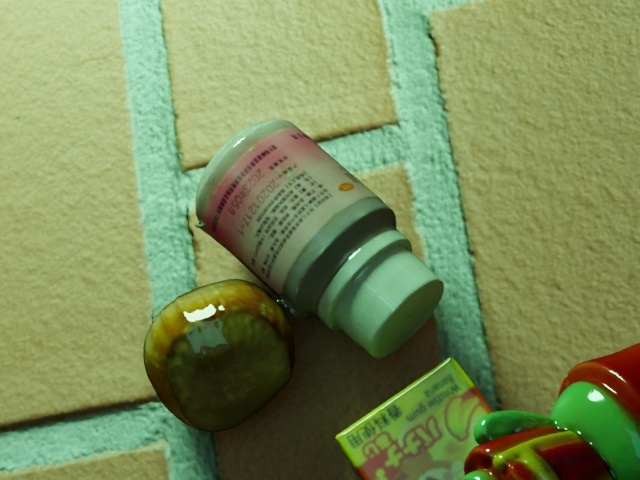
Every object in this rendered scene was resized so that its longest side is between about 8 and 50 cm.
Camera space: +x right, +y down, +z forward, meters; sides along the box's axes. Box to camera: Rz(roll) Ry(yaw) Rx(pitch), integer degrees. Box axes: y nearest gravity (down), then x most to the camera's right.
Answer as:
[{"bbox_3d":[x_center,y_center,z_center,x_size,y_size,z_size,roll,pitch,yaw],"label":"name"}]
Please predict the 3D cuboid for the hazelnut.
[{"bbox_3d":[-0.100,0.108,1.792,0.150,0.150,0.150,-4,71,11],"label":"hazelnut"}]

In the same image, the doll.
[{"bbox_3d":[0.294,0.179,1.621,0.363,0.160,0.182,-19,55,-31],"label":"doll"}]

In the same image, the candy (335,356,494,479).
[{"bbox_3d":[0.147,0.261,1.703,0.146,0.088,0.276,-33,69,-2],"label":"candy"}]

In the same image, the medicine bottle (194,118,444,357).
[{"bbox_3d":[0.000,0.000,1.792,0.247,0.147,0.147,41,84,20],"label":"medicine bottle"}]
